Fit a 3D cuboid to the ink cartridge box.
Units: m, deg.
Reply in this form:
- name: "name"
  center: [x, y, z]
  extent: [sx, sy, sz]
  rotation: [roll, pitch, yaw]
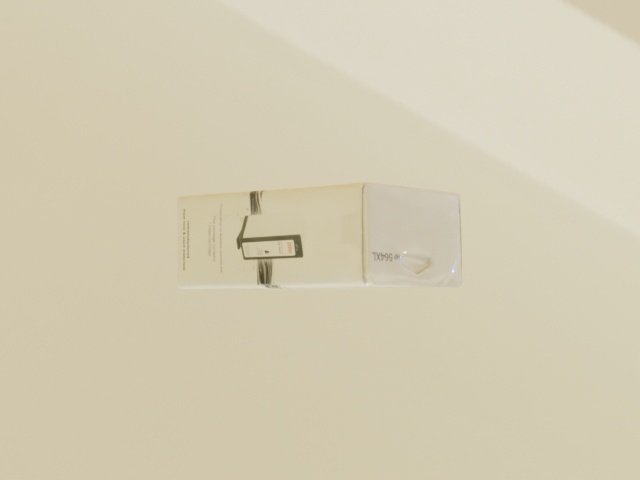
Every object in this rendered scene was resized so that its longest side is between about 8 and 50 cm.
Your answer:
- name: "ink cartridge box"
  center: [0.000, 0.000, 1.189]
  extent: [0.148, 0.203, 0.086]
  rotation: [3, -95, -53]
